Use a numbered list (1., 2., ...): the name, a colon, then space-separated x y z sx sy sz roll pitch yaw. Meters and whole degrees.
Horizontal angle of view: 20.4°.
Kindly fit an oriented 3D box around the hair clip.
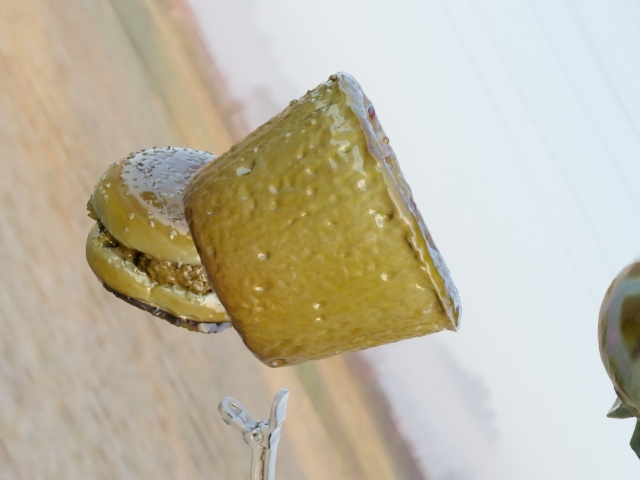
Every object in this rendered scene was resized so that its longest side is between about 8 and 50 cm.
1. hair clip: -0.055 0.251 1.727 0.034 0.072 0.226 -41 128 -66

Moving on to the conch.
1. conch: 0.360 0.116 1.607 0.368 0.197 0.249 45 27 -85

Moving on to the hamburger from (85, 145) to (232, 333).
1. hamburger: -0.123 -0.014 1.613 0.191 0.182 0.118 -116 -137 -58

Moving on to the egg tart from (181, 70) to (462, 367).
1. egg tart: 0.000 0.000 1.236 0.202 0.147 0.202 62 6 -12
